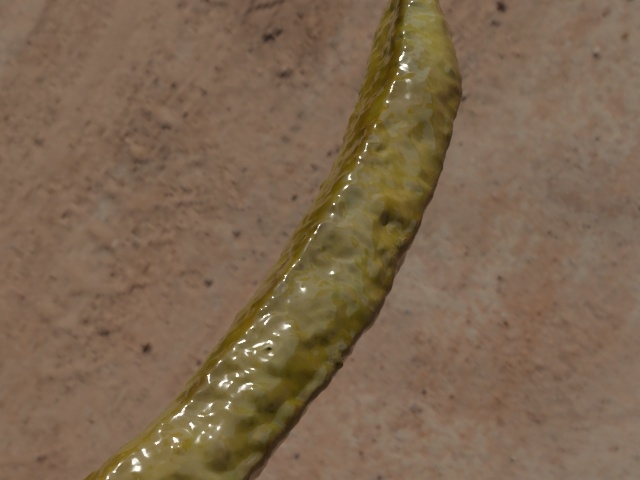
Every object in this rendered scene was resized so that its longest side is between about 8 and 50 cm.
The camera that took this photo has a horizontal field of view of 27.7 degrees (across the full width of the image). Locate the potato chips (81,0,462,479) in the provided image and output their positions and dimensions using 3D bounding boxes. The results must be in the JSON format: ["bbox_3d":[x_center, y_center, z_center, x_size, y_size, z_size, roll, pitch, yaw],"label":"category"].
[{"bbox_3d":[0.000,0.000,0.608,0.080,0.057,0.407,29,54,2],"label":"potato chips"}]
